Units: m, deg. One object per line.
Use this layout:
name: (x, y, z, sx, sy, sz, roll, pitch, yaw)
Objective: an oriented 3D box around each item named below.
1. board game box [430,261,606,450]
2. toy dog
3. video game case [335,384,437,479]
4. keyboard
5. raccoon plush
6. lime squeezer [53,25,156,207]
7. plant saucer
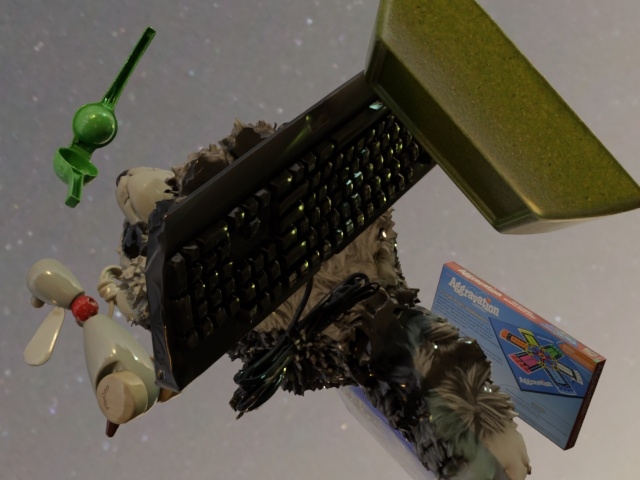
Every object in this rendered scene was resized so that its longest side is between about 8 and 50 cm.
board game box: (0.262, 0.156, 1.599, 0.027, 0.281, 0.145, -12, -55, -40)
toy dog: (-0.377, 0.194, 1.893, 0.220, 0.333, 0.161, 12, -56, -46)
video game case: (0.111, 0.240, 1.429, 0.061, 0.269, 0.244, -41, -30, -10)
keyboard: (0.000, 0.000, 0.762, 0.317, 0.033, 0.201, -40, -37, -41)
raccoon plush: (-0.042, 0.097, 1.062, 0.216, 0.446, 0.299, -24, -11, -26)
lime squeezer: (-0.273, -0.133, 1.361, 0.110, 0.059, 0.310, 119, 169, -47)
plant saucer: (0.087, -0.071, 0.660, 0.045, 0.188, 0.188, -40, -2, -2)
